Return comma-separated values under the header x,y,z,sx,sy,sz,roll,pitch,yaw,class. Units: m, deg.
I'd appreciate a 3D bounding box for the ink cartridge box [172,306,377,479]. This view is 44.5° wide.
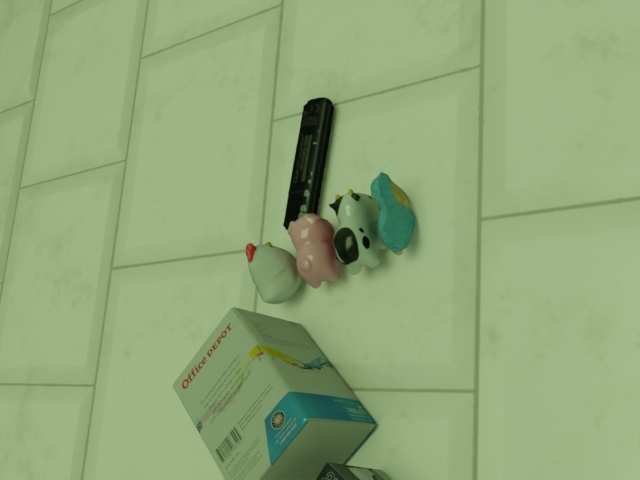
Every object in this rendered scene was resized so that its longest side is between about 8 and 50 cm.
x,y,z,sx,sy,sz,roll,pitch,yaw,class
-0.085,0.288,1.370,0.198,0.197,0.270,-52,51,15,ink cartridge box

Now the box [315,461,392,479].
x,y,z,sx,sy,sz,roll,pitch,yaw,class
0.099,0.469,1.184,0.247,0.163,0.142,36,96,40,box

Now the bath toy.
x,y,z,sx,sy,sz,roll,pitch,yaw,class
0.000,0.000,1.441,0.348,0.129,0.151,-26,27,30,bath toy

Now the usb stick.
x,y,z,sx,sy,sz,roll,pitch,yaw,class
-0.023,-0.149,1.561,0.077,0.045,0.277,-2,75,46,usb stick
